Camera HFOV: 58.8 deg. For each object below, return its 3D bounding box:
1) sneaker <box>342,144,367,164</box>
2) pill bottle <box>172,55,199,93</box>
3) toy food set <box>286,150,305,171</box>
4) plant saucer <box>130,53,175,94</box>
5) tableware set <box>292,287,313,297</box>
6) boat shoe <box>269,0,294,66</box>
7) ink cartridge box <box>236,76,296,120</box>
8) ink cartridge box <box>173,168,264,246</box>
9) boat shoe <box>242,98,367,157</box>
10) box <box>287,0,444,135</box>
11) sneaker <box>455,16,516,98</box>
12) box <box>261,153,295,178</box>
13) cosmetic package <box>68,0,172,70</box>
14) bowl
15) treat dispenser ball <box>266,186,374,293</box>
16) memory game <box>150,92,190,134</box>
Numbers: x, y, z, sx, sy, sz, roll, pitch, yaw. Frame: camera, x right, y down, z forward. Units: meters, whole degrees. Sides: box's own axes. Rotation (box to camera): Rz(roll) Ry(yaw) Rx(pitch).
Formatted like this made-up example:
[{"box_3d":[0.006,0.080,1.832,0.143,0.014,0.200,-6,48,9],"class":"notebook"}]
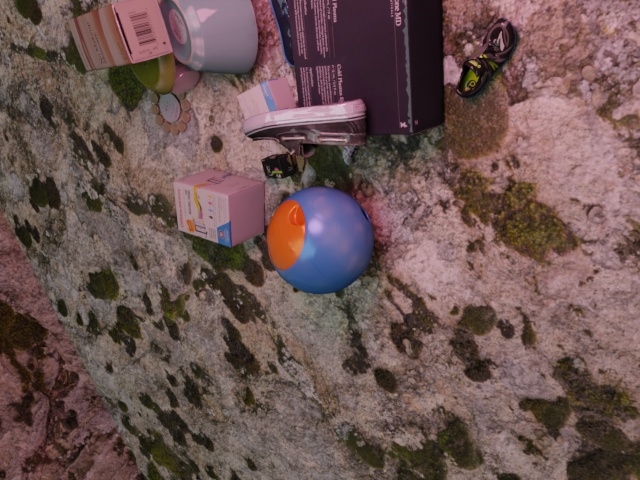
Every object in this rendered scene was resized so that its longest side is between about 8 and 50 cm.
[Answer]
[{"box_3d":[0.094,-0.247,1.512,0.069,0.038,0.098,10,115,34],"class":"sneaker"},{"box_3d":[-0.483,-0.573,1.736,0.246,0.136,0.136,51,129,7],"class":"pill bottle"},{"box_3d":[-0.072,-0.265,1.641,0.078,0.019,0.122,24,129,27],"class":"toy food set"},{"box_3d":[-0.501,-0.533,1.632,0.241,0.037,0.241,31,137,34],"class":"plant saucer"},{"box_3d":[-0.054,0.103,1.774,0.104,0.024,0.154,30,124,24],"class":"tableware set"},{"box_3d":[-0.062,-0.586,1.464,0.089,0.109,0.258,1,126,28],"class":"boat shoe"},{"box_3d":[-0.159,-0.389,1.603,0.143,0.092,0.090,-13,100,38],"class":"ink cartridge box"},{"box_3d":[-0.316,-0.106,1.784,0.232,0.168,0.171,16,118,31],"class":"ink cartridge box"},{"box_3d":[-0.045,-0.251,1.329,0.335,0.121,0.119,1,105,35],"class":"boat shoe"},{"box_3d":[0.110,-0.428,1.335,0.312,0.179,0.343,9,114,35],"class":"box"},{"box_3d":[0.358,-0.389,1.236,0.067,0.078,0.188,41,127,15],"class":"sneaker"},{"box_3d":[-0.123,-0.217,1.663,0.083,0.052,0.062,6,119,46],"class":"box"},{"box_3d":[-0.541,-0.550,1.523,0.296,0.129,0.153,11,124,47],"class":"cosmetic package"},{"box_3d":[-0.320,-0.583,1.532,0.311,0.163,0.312,40,145,35],"class":"bowl"},{"box_3d":[0.000,0.000,1.522,0.288,0.288,0.288,14,116,31],"class":"treat dispenser ball"},{"box_3d":[-0.497,-0.442,1.881,0.186,0.012,0.186,14,115,31],"class":"memory game"}]
